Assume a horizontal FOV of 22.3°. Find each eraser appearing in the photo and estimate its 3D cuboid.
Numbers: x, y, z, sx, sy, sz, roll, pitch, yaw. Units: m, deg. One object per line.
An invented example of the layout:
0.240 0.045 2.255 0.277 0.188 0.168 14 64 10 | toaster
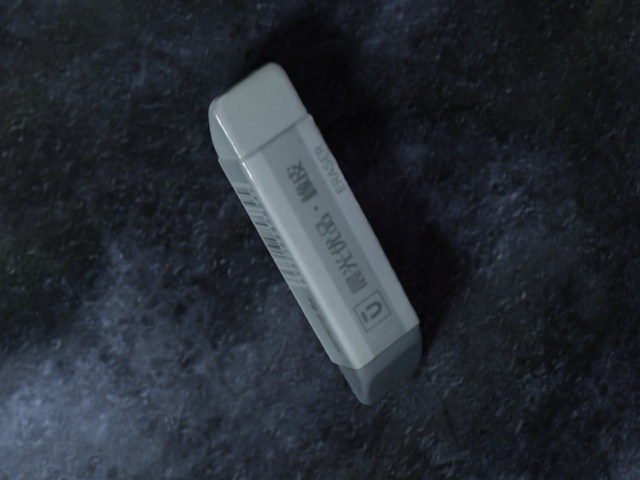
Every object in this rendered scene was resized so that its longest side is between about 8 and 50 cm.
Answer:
0.000 0.000 1.515 0.089 0.061 0.352 -37 110 -22 | eraser
